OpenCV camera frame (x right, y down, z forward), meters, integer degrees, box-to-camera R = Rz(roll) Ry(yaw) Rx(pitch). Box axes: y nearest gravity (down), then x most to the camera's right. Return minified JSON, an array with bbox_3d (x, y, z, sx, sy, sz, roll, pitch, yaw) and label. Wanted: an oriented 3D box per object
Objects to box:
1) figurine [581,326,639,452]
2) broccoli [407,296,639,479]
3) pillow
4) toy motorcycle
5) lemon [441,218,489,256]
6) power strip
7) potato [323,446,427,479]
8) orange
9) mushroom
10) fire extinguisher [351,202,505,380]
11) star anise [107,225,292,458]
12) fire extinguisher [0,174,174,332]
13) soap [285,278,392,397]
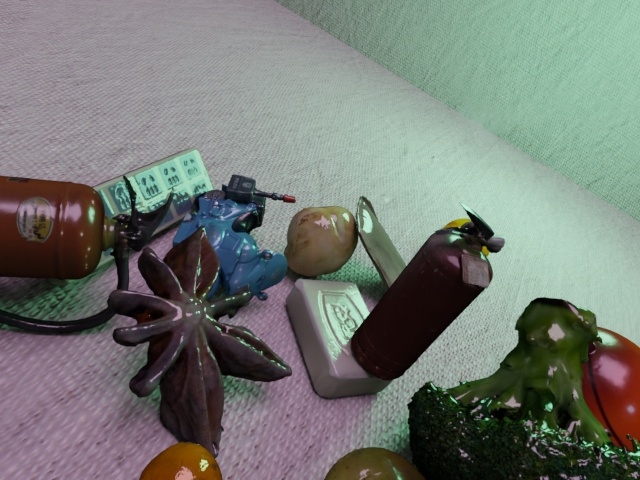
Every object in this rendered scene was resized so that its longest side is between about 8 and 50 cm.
[{"bbox_3d":[0.470,0.266,0.724,0.323,0.196,0.320,35,40,-7],"label":"figurine"},{"bbox_3d":[0.252,0.229,0.552,0.297,0.297,0.297,30,70,3],"label":"broccoli"},{"bbox_3d":[0.120,0.031,0.835,0.232,0.038,0.130,57,29,-27],"label":"pillow"},{"bbox_3d":[-0.139,-0.002,0.723,0.182,0.123,0.272,9,41,-4],"label":"toy motorcycle"},{"bbox_3d":[0.330,0.005,1.037,0.155,0.114,0.114,-1,44,-33],"label":"lemon"},{"bbox_3d":[-0.296,-0.051,0.702,0.043,0.106,0.367,-8,21,30],"label":"power strip"},{"bbox_3d":[0.090,0.326,0.436,0.169,0.143,0.248,23,23,-49],"label":"potato"},{"bbox_3d":[-0.138,0.245,0.441,0.083,0.083,0.083,18,36,-14],"label":"orange"},{"bbox_3d":[0.000,0.000,0.796,0.148,0.148,0.112,-7,29,-39],"label":"mushroom"},{"bbox_3d":[0.138,0.069,0.580,0.105,0.269,0.105,21,35,-15],"label":"fire extinguisher"},{"bbox_3d":[-0.153,0.115,0.536,0.198,0.111,0.257,-25,83,-53],"label":"star anise"},{"bbox_3d":[-0.368,0.006,0.498,0.376,0.200,0.113,3,44,-23],"label":"fire extinguisher"},{"bbox_3d":[0.027,0.147,0.695,0.121,0.064,0.183,7,40,-31],"label":"soap"}]
